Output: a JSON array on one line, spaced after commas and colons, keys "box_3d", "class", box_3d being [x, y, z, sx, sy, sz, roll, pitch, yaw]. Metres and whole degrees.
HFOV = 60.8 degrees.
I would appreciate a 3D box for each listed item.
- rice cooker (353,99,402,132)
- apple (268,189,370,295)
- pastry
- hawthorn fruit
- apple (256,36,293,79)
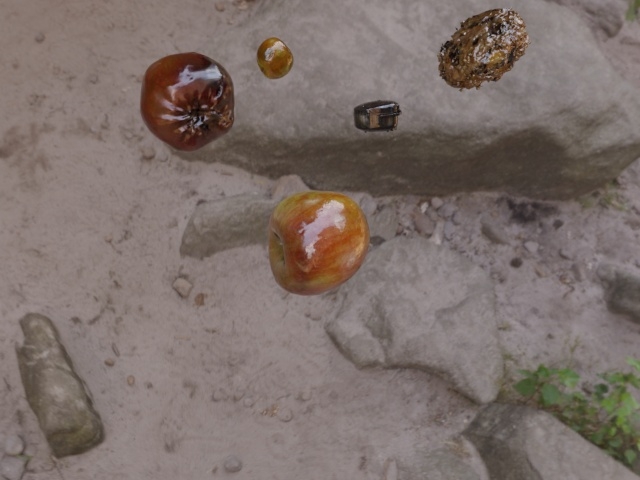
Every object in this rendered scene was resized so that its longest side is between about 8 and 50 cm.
[{"box_3d": [0.195, -0.428, 1.878, 0.166, 0.106, 0.112, 1, 26, -4], "class": "rice cooker"}, {"box_3d": [0.000, 0.000, 1.505, 0.302, 0.301, 0.301, 5, 64, -11], "class": "apple"}, {"box_3d": [0.484, -0.549, 1.612, 0.193, 0.275, 0.274, 44, 55, -36], "class": "pastry"}, {"box_3d": [-0.414, -0.439, 1.708, 0.309, 0.308, 0.324, 7, 31, -10], "class": "hawthorn fruit"}, {"box_3d": [-0.133, -0.522, 1.572, 0.102, 0.114, 0.099, -43, 69, -4], "class": "apple"}]
